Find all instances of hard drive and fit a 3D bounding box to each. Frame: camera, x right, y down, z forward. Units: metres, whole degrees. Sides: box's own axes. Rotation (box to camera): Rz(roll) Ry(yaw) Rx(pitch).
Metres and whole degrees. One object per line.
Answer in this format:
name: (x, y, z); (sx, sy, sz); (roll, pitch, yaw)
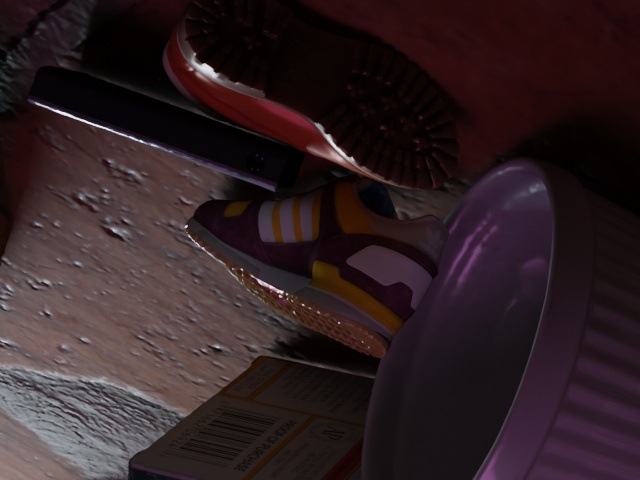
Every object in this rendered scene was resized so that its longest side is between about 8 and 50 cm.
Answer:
hard drive: (-0.078, -0.059, 1.027); (0.135, 0.022, 0.094); (20, -176, 4)

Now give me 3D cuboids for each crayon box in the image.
crayon box: (0.073, 0.163, 1.148); (0.323, 0.203, 0.083); (10, 108, 19)

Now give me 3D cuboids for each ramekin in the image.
ramekin: (0.113, 0.071, 0.986); (0.109, 0.207, 0.207); (21, 151, -16)

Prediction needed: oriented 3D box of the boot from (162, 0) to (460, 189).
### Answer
boot: (-0.006, -0.071, 0.984); (0.158, 0.059, 0.084); (30, 162, -13)

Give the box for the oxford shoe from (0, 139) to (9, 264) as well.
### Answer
oxford shoe: (-0.279, 0.002, 1.185); (0.146, 0.140, 0.397); (27, 152, 1)

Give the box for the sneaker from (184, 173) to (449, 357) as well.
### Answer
sneaker: (0.000, 0.000, 1.080); (0.185, 0.084, 0.069); (27, 168, 49)
